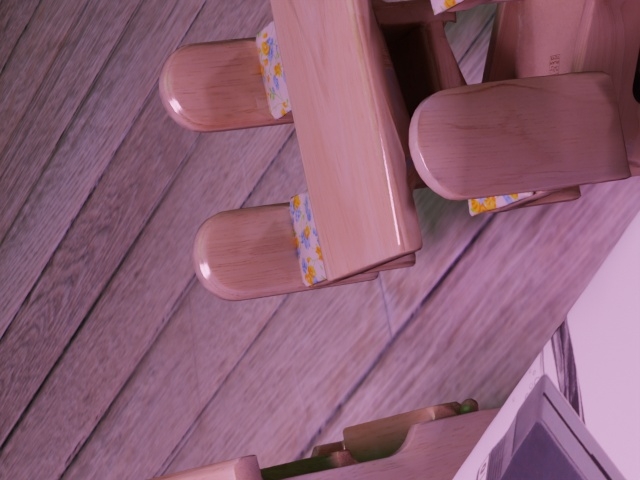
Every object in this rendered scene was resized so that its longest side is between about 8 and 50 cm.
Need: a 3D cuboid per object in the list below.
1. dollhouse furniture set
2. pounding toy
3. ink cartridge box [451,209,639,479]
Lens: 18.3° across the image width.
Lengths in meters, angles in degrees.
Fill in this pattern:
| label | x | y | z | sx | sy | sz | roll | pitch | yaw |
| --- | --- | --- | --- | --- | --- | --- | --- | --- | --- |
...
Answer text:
| label | x | y | z | sx | sy | sz | roll | pitch | yaw |
| --- | --- | --- | --- | --- | --- | --- | --- | --- | --- |
| dollhouse furniture set | 0.000 | 0.000 | 1.286 | 0.362 | 0.256 | 0.394 | -24 | 76 | 62 |
| pounding toy | 0.203 | -0.138 | 1.301 | 0.206 | 0.094 | 0.181 | -6 | 70 | 63 |
| ink cartridge box | 0.203 | 0.179 | 1.019 | 0.395 | 0.166 | 0.285 | -59 | 29 | 27 |
